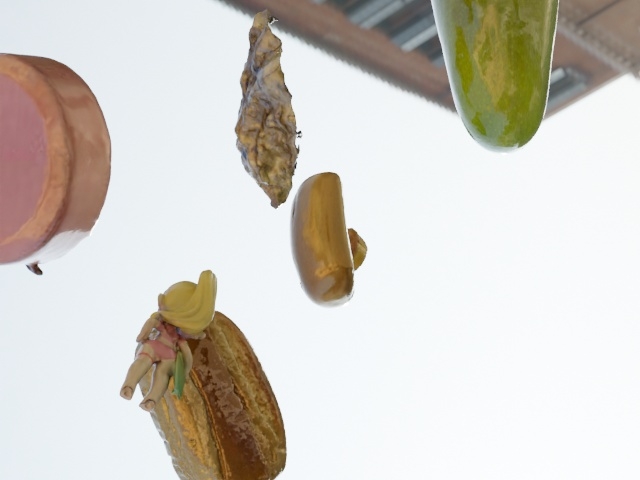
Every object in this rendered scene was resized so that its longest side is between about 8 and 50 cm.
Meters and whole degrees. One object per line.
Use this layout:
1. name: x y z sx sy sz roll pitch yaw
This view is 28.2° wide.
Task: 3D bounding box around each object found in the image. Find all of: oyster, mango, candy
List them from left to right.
1. candy: -0.348 -0.085 1.454 0.094 0.255 0.255 -4 -112 -57
2. oyster: -0.062 -0.148 1.383 0.209 0.072 0.132 87 169 -52
3. mango: 0.190 -0.240 1.382 0.175 0.143 0.293 49 -141 -80

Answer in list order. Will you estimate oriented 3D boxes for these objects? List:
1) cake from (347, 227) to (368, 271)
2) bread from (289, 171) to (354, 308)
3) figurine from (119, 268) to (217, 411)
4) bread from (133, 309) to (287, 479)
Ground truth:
1. cake: 0.041 0.020 2.231 0.044 0.084 0.084 42 -146 -38
2. bread: 0.000 0.000 2.022 0.147 0.098 0.217 92 171 -56
3. figurine: -0.160 0.107 1.389 0.083 0.083 0.187 49 -141 -19
4. bread: -0.126 0.197 1.517 0.140 0.106 0.236 -29 -81 -39
